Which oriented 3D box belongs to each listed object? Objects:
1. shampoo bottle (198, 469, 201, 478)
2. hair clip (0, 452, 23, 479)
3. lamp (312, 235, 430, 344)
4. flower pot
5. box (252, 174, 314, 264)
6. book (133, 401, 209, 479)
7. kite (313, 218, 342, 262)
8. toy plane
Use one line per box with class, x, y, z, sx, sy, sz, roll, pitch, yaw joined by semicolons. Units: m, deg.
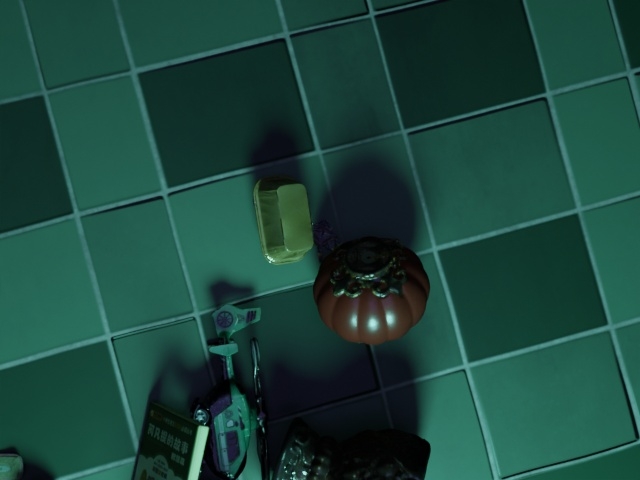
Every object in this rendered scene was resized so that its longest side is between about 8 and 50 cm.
shampoo bottle;-0.256;0.453;1.791;0.049;0.141;0.034;31;56;1
hair clip;-0.646;0.443;1.811;0.137;0.022;0.054;-4;89;-5
lamp;0.099;0.099;1.803;0.226;0.227;0.227;0;88;-5
flower pot;0.048;0.463;1.763;0.267;0.266;0.267;18;87;6
box;-0.072;-0.043;1.844;0.111;0.111;0.177;-9;91;-5
book;-0.296;0.456;1.763;0.027;0.202;0.264;14;87;-36
kite;0.000;0.000;1.891;0.122;0.004;0.090;6;86;-2
toy plane;-0.177;0.316;1.822;0.155;0.106;0.382;-5;88;-11
